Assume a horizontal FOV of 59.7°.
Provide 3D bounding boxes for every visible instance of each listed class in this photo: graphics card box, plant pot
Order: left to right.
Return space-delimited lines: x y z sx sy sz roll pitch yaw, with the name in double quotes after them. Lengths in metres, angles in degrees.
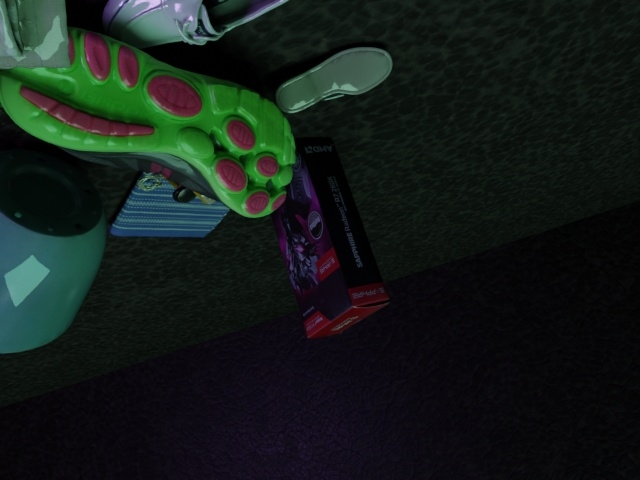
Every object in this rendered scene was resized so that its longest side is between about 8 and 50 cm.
-0.490 -0.003 0.906 0.293 0.293 0.235 5 138 -49 "plant pot"
0.000 0.000 1.183 0.094 0.371 0.233 -7 160 -27 "graphics card box"

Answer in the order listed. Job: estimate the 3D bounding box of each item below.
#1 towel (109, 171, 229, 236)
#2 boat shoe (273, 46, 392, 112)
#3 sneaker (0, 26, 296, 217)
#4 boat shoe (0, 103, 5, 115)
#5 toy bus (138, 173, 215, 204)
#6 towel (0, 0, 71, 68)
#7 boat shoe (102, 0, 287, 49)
-0.292 -0.095 1.196 0.243 0.040 0.336 0 153 -37 "towel"
0.017 -0.274 0.936 0.206 0.075 0.065 -21 -155 -3 "boat shoe"
-0.221 -0.168 0.815 0.202 0.185 0.483 21 179 43 "sneaker"
-0.448 -0.186 0.749 0.049 0.056 0.152 -4 158 -20 "boat shoe"
-0.210 -0.118 1.014 0.191 0.104 0.202 -2 145 -33 "toy bus"
-0.299 -0.228 0.261 0.324 0.056 0.312 -10 128 -24 "towel"
-0.149 -0.286 0.678 0.258 0.084 0.095 -22 162 15 "boat shoe"
